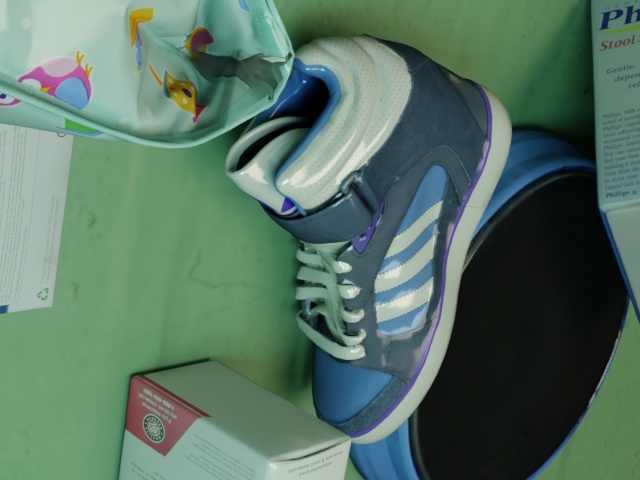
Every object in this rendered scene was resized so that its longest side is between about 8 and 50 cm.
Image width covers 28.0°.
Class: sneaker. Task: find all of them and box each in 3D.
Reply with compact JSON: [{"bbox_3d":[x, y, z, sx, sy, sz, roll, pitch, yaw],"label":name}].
[{"bbox_3d":[0.000,0.000,0.985,0.236,0.130,0.323,11,105,-40],"label":"sneaker"}]

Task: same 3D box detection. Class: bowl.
[{"bbox_3d":[0.177,0.087,1.249,0.391,0.077,0.391,-24,125,-39],"label":"bowl"}]

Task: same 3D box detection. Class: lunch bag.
[{"bbox_3d":[-0.164,-0.137,0.636,0.262,0.223,0.160,16,89,-51],"label":"lunch bag"}]

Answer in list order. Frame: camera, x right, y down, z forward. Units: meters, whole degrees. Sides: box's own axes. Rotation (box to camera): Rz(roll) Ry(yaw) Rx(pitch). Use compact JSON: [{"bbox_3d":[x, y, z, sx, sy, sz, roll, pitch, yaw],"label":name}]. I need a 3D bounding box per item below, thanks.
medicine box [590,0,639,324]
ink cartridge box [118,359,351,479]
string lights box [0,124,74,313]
[{"bbox_3d":[0.359,-0.072,1.218,0.263,0.149,0.289,58,30,-46],"label":"medicine box"},{"bbox_3d":[-0.076,0.222,0.968,0.092,0.158,0.218,-7,114,-47],"label":"ink cartridge box"},{"bbox_3d":[-0.265,-0.020,0.698,0.259,0.076,0.133,-6,113,-47],"label":"string lights box"}]
